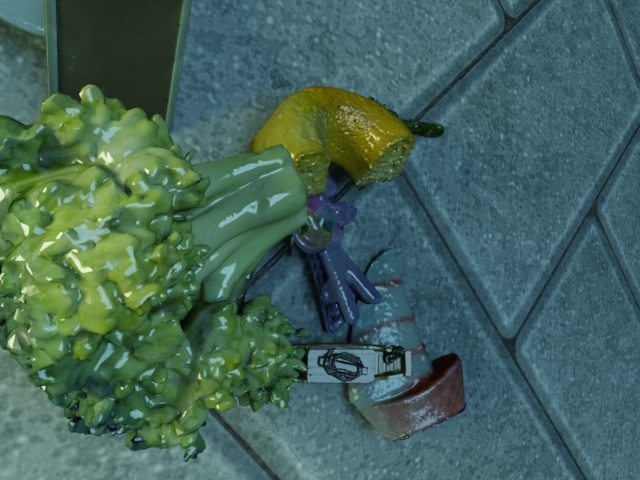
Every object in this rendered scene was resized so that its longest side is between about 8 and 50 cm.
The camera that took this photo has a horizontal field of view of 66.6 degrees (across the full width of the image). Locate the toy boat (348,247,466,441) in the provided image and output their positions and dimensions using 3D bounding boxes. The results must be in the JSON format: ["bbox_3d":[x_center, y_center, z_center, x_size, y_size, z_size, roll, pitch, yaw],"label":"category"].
[{"bbox_3d":[0.119,0.157,0.784,0.206,0.096,0.283,-14,86,-19],"label":"toy boat"}]

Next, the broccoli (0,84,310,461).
[{"bbox_3d":[-0.149,0.002,0.454,0.280,0.293,0.348,-26,138,-15],"label":"broccoli"}]

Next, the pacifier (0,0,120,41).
[{"bbox_3d":[-0.256,-0.359,0.459,0.243,0.233,0.300,10,81,-31],"label":"pacifier"}]

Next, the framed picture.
[{"bbox_3d":[-0.220,-0.195,0.530,0.141,0.183,0.011,-11,52,-35],"label":"framed picture"}]

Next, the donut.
[{"bbox_3d":[0.005,-0.146,0.684,0.258,0.101,0.152,-19,65,-36],"label":"donut"}]

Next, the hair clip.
[{"bbox_3d":[0.010,0.002,0.706,0.137,0.090,0.279,-28,103,-39],"label":"hair clip"}]

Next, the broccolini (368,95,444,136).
[{"bbox_3d":[0.138,-0.208,0.845,0.216,0.058,0.067,-9,133,-42],"label":"broccolini"}]

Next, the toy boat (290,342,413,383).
[{"bbox_3d":[0.036,0.175,0.691,0.200,0.077,0.057,3,80,-13],"label":"toy boat"}]
